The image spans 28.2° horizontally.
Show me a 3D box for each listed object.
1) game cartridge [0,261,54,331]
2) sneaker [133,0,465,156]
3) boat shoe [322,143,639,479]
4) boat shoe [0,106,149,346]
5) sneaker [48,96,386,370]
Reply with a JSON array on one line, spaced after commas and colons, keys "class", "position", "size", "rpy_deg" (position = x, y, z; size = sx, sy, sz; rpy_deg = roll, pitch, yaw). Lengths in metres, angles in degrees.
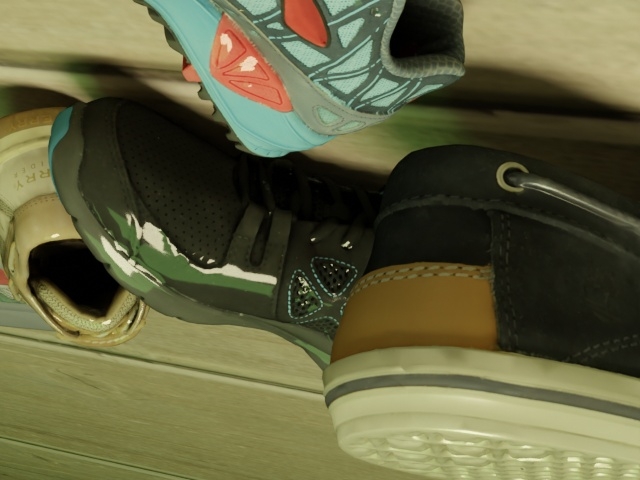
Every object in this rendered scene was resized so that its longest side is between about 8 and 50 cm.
[{"class": "game cartridge", "position": [-0.301, -0.001, 1.023], "size": [0.196, 0.060, 0.294], "rpy_deg": [6, 156, 36]}, {"class": "sneaker", "position": [-0.013, -0.129, 0.472], "size": [0.125, 0.104, 0.262], "rpy_deg": [-11, 154, 18]}, {"class": "boat shoe", "position": [0.219, 0.070, 0.688], "size": [0.500, 0.156, 0.187], "rpy_deg": [16, 157, -33]}, {"class": "boat shoe", "position": [-0.165, 0.024, 0.874], "size": [0.109, 0.098, 0.302], "rpy_deg": [-11, 156, -8]}, {"class": "sneaker", "position": [0.000, 0.000, 0.762], "size": [0.341, 0.125, 0.139], "rpy_deg": [32, 127, -27]}]
